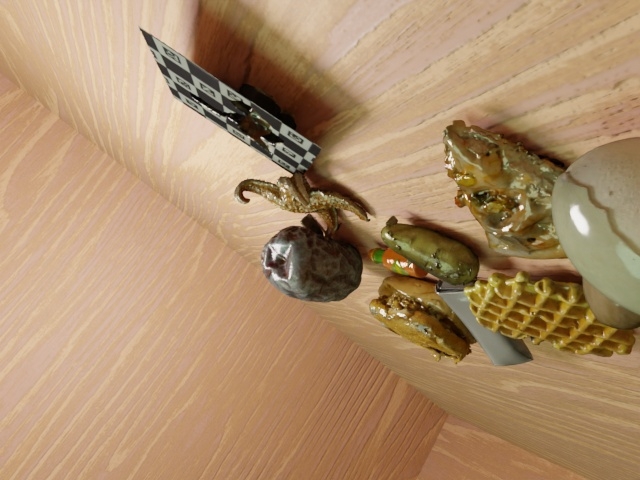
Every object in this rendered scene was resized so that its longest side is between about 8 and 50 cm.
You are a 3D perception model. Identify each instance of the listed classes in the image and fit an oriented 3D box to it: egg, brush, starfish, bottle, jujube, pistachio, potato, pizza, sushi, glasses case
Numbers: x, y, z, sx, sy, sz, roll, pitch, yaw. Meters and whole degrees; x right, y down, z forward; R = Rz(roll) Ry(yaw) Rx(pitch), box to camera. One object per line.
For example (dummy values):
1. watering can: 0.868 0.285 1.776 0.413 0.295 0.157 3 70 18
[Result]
1. egg: 0.345 -0.015 0.423 0.217 0.183 0.183 24 163 -2
2. brush: 0.000 0.000 1.353 0.036 0.043 0.248 28 163 44
3. starfish: -0.048 -0.094 1.060 0.303 0.113 0.312 25 172 -42
4. bottle: 0.196 0.049 1.079 0.069 0.069 0.187 45 162 -30
5. jujube: -0.019 0.076 1.234 0.317 0.225 0.226 14 -178 -45
6. pistachio: 0.435 0.055 0.597 0.185 0.108 0.126 59 -179 -39
7. potato: 0.233 0.024 0.900 0.226 0.090 0.117 28 162 18
8. pizza: 0.278 -0.063 0.618 0.189 0.071 0.297 15 154 49
9. sushi: -0.157 -0.273 0.857 0.359 0.064 0.343 32 175 -8
10. glasses case: 0.413 0.193 1.031 0.128 0.083 0.308 -10 129 50

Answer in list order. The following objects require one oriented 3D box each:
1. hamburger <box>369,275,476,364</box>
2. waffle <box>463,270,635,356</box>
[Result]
1. hamburger: 0.293 0.223 1.212 0.319 0.158 0.318 30 162 11
2. waffle: 0.446 0.153 0.824 0.283 0.065 0.309 37 154 -22
